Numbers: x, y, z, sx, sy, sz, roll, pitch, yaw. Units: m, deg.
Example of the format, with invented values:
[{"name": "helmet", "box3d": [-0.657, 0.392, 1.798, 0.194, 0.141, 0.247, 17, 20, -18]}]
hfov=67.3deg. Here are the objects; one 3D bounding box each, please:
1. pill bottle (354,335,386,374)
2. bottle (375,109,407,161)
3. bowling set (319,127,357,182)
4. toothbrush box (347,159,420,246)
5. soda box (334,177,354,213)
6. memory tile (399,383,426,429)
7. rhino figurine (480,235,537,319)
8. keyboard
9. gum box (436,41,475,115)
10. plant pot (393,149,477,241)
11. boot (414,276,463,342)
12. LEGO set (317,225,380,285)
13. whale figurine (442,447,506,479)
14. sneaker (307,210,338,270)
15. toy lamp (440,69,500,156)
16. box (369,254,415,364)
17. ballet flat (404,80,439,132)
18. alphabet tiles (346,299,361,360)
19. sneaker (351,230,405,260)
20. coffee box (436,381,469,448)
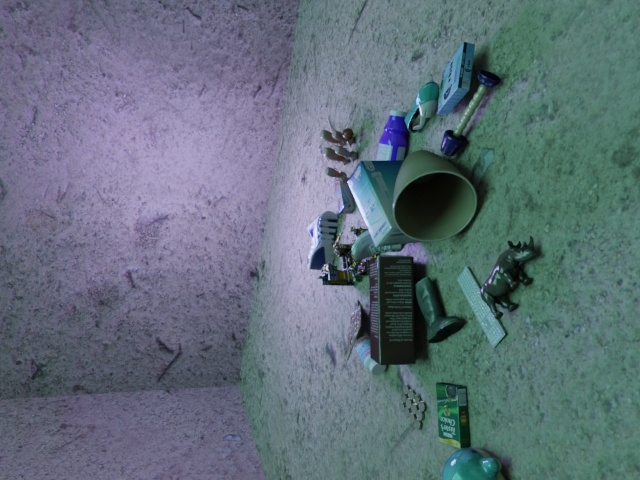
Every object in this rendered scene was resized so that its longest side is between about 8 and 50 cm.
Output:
[{"name": "pill bottle", "box3d": [0.206, 0.474, 1.976, 0.160, 0.087, 0.087, -125, 44, -56]}, {"name": "bottle", "box3d": [0.283, -0.368, 1.904, 0.118, 0.092, 0.283, 31, 115, 58]}, {"name": "bowling set", "box3d": [0.120, -0.435, 2.294, 0.199, 0.154, 0.287, -28, 58, 43]}, {"name": "toothbrush box", "box3d": [0.258, -0.138, 1.721, 0.126, 0.216, 0.296, -58, 46, 49]}, {"name": "soda box", "box3d": [0.115, -0.220, 2.327, 0.058, 0.062, 0.183, 127, 141, -53]}, {"name": "memory tile", "box3d": [0.334, 0.602, 1.748, 0.148, 0.012, 0.113, -143, 59, -64]}, {"name": "rhino figurine", "box3d": [0.514, 0.090, 1.312, 0.106, 0.073, 0.243, 57, 137, 51]}, {"name": "keyboard", "box3d": [0.481, 0.196, 1.452, 0.256, 0.014, 0.072, -107, 30, -41]}, {"name": "gum box", "box3d": [0.432, -0.512, 1.541, 0.184, 0.041, 0.157, 124, 156, -78]}, {"name": "plant pot", "box3d": [0.347, -0.178, 1.576, 0.274, 0.256, 0.257, -91, 18, -54]}, {"name": "boot", "box3d": [0.389, 0.219, 1.614, 0.190, 0.076, 0.209, 129, 145, -51]}, {"name": "LEGO set", "box3d": [0.102, 0.078, 2.147, 0.331, 0.192, 0.255, 154, 117, -64]}, {"name": "whale figurine", "box3d": [0.440, 0.696, 1.313, 0.272, 0.141, 0.216, -144, 61, -63]}, {"name": "sneaker", "box3d": [0.000, -0.001, 2.520, 0.182, 0.127, 0.316, -164, 85, -71]}, {"name": "toy lamp", "box3d": [0.459, -0.389, 1.506, 0.080, 0.080, 0.275, -110, 31, -43]}, {"name": "box", "box3d": [0.259, 0.251, 1.758, 0.191, 0.143, 0.382, 122, 150, -82]}, {"name": "ballet flat", "box3d": [0.368, -0.459, 1.708, 0.247, 0.083, 0.087, 115, 146, -71]}, {"name": "alphabet tiles", "box3d": [0.148, 0.376, 2.117, 0.237, 0.009, 0.198, -82, 7, -62]}, {"name": "sneaker", "box3d": [0.239, 0.008, 1.783, 0.121, 0.262, 0.099, 53, 171, 46]}, {"name": "coffee box", "box3d": [0.417, 0.550, 1.519, 0.113, 0.040, 0.184, 159, 113, -65]}]
